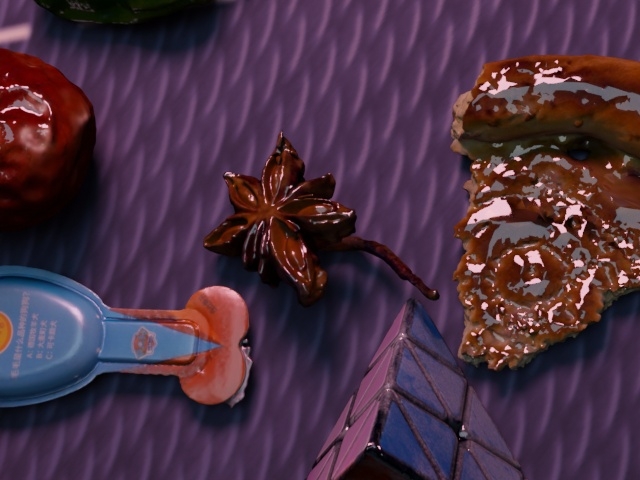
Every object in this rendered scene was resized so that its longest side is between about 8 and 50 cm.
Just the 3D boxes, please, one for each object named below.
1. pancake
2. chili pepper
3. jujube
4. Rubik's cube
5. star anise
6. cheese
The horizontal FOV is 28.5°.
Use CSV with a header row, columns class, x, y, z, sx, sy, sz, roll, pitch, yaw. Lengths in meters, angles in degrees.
class,x,y,z,sx,sy,sz,roll,pitch,yaw
pancake,0.185,-0.008,0.843,0.266,0.057,0.244,31,85,17
chili pepper,-0.130,-0.205,0.956,0.203,0.072,0.073,-3,73,12
jujube,-0.282,-0.075,0.922,0.230,0.155,0.155,9,78,5
Rubik's cube,0.057,0.102,0.808,0.211,0.190,0.178,-1,58,8
star anise,0.000,0.000,0.872,0.190,0.070,0.097,31,81,37
cheese,-0.171,0.072,0.914,0.256,0.037,0.106,2,77,12
